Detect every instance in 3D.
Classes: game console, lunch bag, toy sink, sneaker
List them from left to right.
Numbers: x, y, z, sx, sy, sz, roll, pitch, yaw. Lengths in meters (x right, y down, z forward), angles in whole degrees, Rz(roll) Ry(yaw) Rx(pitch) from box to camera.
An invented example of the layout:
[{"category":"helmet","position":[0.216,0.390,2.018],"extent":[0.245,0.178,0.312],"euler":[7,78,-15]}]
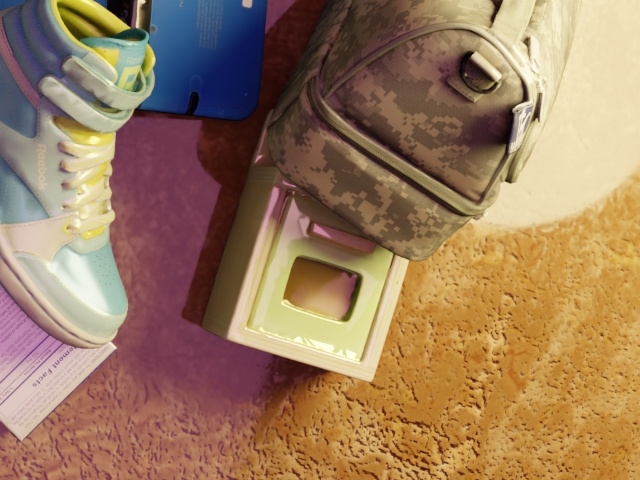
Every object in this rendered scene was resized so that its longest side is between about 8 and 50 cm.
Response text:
[{"category":"sneaker","position":[-0.209,-0.072,1.450],"extent":[0.208,0.127,0.319],"euler":[-24,96,24]},{"category":"game console","position":[-0.192,-0.270,1.577],"extent":[0.250,0.173,0.293],"euler":[3,93,-46]},{"category":"toy sink","position":[0.000,0.000,1.585],"extent":[0.153,0.131,0.234],"euler":[19,87,-15]},{"category":"lunch bag","position":[0.116,-0.168,1.483],"extent":[0.212,0.256,0.305],"euler":[34,43,-9]}]

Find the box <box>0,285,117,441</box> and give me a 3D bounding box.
[{"category":"box","position":[-0.284,0.094,1.546],"extent":[0.126,0.072,0.137],"euler":[-44,101,-10]}]
